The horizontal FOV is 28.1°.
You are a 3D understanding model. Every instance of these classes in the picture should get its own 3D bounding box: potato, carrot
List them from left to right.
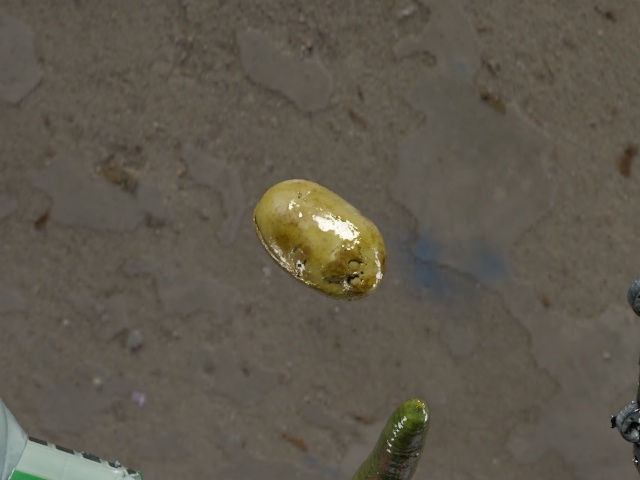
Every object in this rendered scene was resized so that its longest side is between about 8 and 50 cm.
[{"bbox_3d":[0.000,0.000,1.415,0.107,0.170,0.080,-52,157,9],"label":"potato"},{"bbox_3d":[0.098,0.290,1.718,0.074,0.074,0.358,11,148,-4],"label":"carrot"}]

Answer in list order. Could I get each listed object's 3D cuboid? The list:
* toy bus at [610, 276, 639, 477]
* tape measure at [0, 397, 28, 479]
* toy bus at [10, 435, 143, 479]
[{"bbox_3d":[0.502,0.187,1.628,0.202,0.177,0.365,-8,123,-7],"label":"toy bus"},{"bbox_3d":[-0.438,0.205,1.270,0.256,0.275,0.147,54,144,4],"label":"tape measure"},{"bbox_3d":[-0.388,0.352,1.818,0.276,0.133,0.165,20,167,-14],"label":"toy bus"}]
